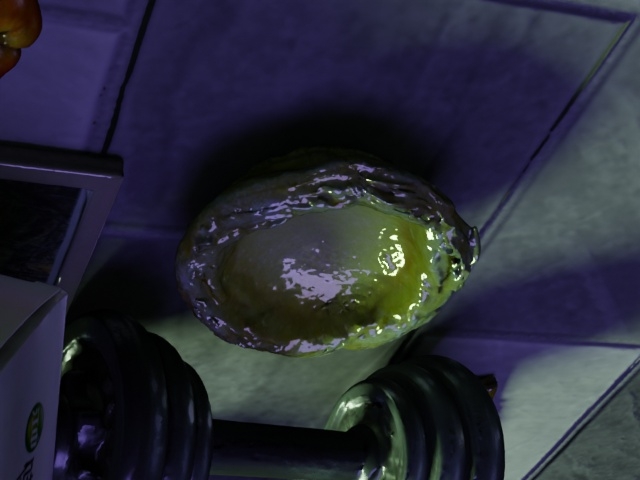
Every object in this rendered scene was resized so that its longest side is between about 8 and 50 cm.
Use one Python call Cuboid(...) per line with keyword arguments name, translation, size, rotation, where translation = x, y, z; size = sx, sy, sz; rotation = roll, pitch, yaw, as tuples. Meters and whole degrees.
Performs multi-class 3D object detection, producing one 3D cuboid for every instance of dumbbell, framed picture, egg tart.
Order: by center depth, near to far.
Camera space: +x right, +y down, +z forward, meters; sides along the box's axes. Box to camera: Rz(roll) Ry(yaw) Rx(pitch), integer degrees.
Cuboid(name="egg tart", translation=(0.000, 0.000, 0.832), size=(0.197, 0.078, 0.197), rotation=(-7, 142, -5))
Cuboid(name="framed picture", translation=(-0.287, 0.037, 0.853), size=(0.241, 0.020, 0.324), rotation=(7, 140, -25))
Cuboid(name="dumbbell", translation=(-0.037, 0.156, 0.939), size=(0.406, 0.179, 0.179), rotation=(10, 139, -32))

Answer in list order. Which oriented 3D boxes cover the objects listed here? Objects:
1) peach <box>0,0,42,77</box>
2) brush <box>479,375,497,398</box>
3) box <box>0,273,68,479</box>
Cuboid(name="peach", translation=(-0.191, -0.114, 0.613), size=(0.101, 0.100, 0.100), rotation=(-7, 144, -5))
Cuboid(name="brush", translation=(0.098, 0.225, 1.212), size=(0.086, 0.020, 0.336), rotation=(-4, 144, -11))
Cuboid(name="box", translation=(-0.266, 0.176, 0.763), size=(0.173, 0.145, 0.332), rotation=(14, 117, 8))
